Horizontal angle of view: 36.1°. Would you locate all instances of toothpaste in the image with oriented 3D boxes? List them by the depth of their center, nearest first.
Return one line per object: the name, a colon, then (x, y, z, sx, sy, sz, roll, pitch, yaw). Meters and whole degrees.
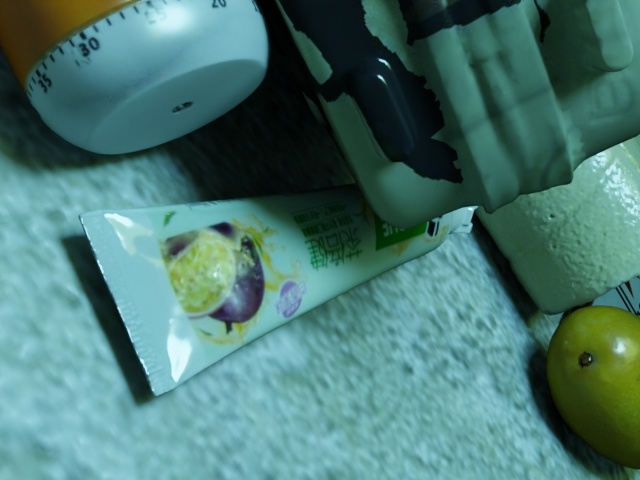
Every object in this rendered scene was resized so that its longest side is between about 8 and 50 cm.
toothpaste: (0.000, 0.000, 0.517, 0.058, 0.056, 0.314, 27, 22, 24)

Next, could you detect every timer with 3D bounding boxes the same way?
timer: (-0.088, -0.105, 0.420, 0.136, 0.099, 0.136, 47, 17, -19)

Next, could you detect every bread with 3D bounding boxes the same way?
bread: (0.192, -0.035, 0.760, 0.141, 0.134, 0.148, 57, 18, 1)

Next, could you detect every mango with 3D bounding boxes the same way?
mango: (0.226, 0.115, 0.733, 0.184, 0.085, 0.102, 44, 48, -43)

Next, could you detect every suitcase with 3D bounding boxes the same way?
suitcase: (0.034, -0.213, 0.529, 0.339, 0.194, 0.351, -102, 168, -70)

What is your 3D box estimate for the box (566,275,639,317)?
box: (0.272, 0.082, 0.883, 0.115, 0.036, 0.177, 59, 29, -3)
